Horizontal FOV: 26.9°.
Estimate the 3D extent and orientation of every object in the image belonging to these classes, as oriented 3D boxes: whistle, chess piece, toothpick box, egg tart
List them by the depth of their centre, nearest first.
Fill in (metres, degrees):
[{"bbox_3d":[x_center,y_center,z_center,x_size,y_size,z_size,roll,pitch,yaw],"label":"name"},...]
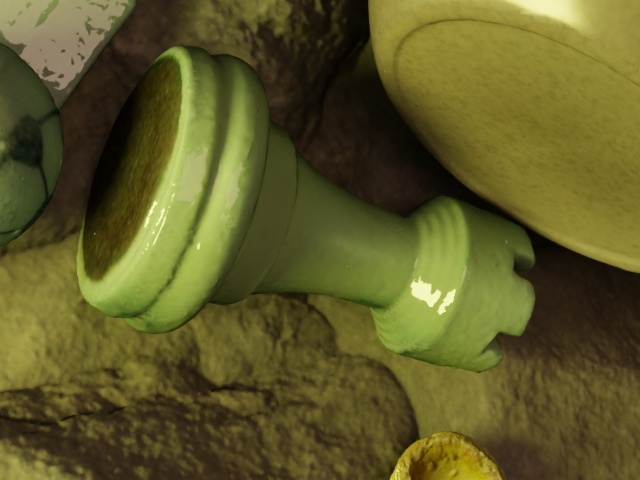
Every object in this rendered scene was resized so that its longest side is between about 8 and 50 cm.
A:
[{"bbox_3d":[-0.226,-0.091,0.880,0.163,0.163,0.290,35,75,-11],"label":"whistle"},{"bbox_3d":[0.263,-0.223,0.930,0.409,0.409,0.425,38,73,-10],"label":"toothpick box"},{"bbox_3d":[0.000,0.000,0.939,0.299,0.194,0.195,19,78,-24],"label":"chess piece"},{"bbox_3d":[0.094,0.194,1.009,0.105,0.039,0.105,2,83,-18],"label":"egg tart"}]
